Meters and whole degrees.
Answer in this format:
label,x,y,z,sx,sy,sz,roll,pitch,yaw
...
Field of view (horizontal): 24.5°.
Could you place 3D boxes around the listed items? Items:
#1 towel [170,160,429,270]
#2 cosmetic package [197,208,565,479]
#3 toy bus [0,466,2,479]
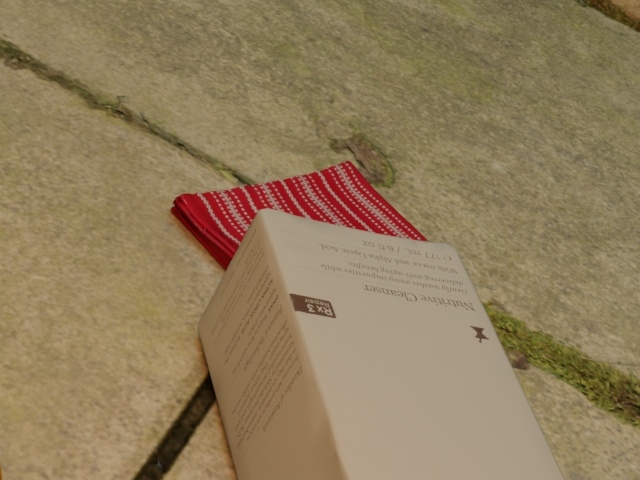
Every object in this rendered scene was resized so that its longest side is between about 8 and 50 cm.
label,x,y,z,sx,sy,sz,roll,pitch,yaw
towel,0.000,0.000,1.516,0.275,0.031,0.199,-14,51,-46
cosmetic package,0.052,0.164,1.206,0.217,0.156,0.385,10,35,-28
toy bus,-0.329,0.194,0.927,0.211,0.149,0.220,14,29,9
